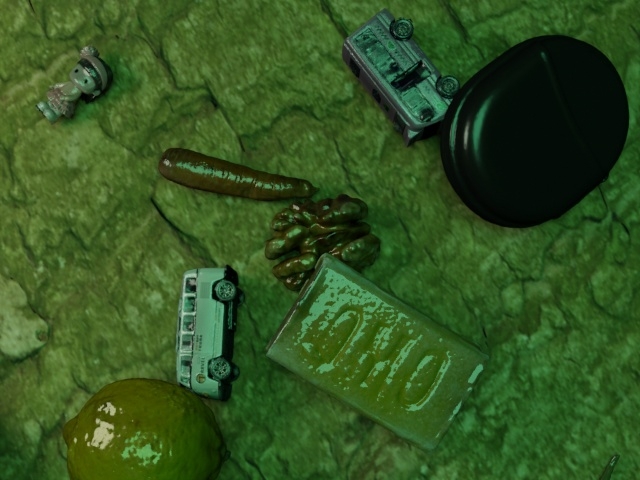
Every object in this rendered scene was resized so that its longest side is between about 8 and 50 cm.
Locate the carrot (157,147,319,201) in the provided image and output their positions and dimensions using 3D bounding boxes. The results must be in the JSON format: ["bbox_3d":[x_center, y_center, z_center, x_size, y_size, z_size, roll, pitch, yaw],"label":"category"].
[{"bbox_3d":[-0.124,-0.092,1.458,0.248,0.059,0.059,12,80,-2],"label":"carrot"}]

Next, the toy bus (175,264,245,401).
[{"bbox_3d":[-0.162,0.134,1.401,0.089,0.087,0.194,1,80,6],"label":"toy bus"}]

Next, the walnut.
[{"bbox_3d":[0.000,0.000,1.435,0.170,0.069,0.143,-22,82,-2],"label":"walnut"}]

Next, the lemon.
[{"bbox_3d":[-0.238,0.284,1.315,0.231,0.192,0.192,8,79,1],"label":"lemon"}]

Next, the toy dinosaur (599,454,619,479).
[{"bbox_3d":[0.369,0.455,1.371,0.200,0.072,0.251,-12,68,-14],"label":"toy dinosaur"}]

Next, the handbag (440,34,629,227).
[{"bbox_3d":[0.320,-0.157,1.418,0.308,0.093,0.254,-37,106,-14],"label":"handbag"}]

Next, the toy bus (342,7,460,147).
[{"bbox_3d":[0.124,-0.244,1.468,0.108,0.096,0.199,-36,82,-7],"label":"toy bus"}]

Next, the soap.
[{"bbox_3d":[0.079,0.161,1.371,0.274,0.089,0.173,31,90,-5],"label":"soap"}]

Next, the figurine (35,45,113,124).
[{"bbox_3d":[-0.376,-0.234,1.481,0.129,0.054,0.072,-43,68,-1],"label":"figurine"}]
